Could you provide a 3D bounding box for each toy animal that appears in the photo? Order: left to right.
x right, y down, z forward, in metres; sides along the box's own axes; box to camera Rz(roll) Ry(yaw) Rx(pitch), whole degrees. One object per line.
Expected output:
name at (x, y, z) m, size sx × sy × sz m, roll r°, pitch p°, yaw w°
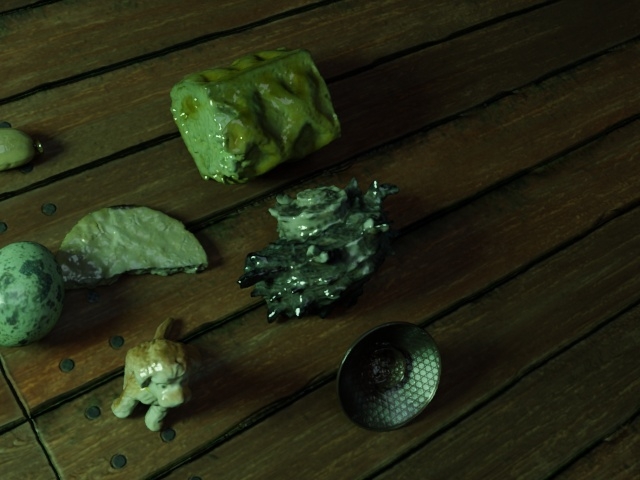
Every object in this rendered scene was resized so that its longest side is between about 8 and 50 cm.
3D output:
toy animal at (-0.230, 0.167, 1.336) m, size 0.104 × 0.185 × 0.184 m, roll 17°, pitch 60°, yaw -10°

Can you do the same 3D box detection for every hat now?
hat at (0.099, 0.212, 1.501) m, size 0.193 × 0.082 × 0.193 m, roll -7°, pitch 109°, yaw -22°

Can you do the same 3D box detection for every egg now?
egg at (-0.444, 0.076, 1.335) m, size 0.132 × 0.132 × 0.172 m, roll 14°, pitch 50°, yaw -13°

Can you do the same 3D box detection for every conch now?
conch at (-0.005, -0.001, 1.516) m, size 0.240 × 0.186 × 0.313 m, roll 34°, pitch 74°, yaw 30°

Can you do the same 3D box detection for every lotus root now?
lotus root at (-0.522, -0.146, 1.454) m, size 0.150 × 0.062 × 0.073 m, roll -11°, pitch 69°, yaw -26°

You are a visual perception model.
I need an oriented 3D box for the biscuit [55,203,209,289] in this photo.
biscuit at (-0.314, 0.004, 1.475) m, size 0.249 × 0.032 × 0.133 m, roll -8°, pitch 69°, yaw -23°

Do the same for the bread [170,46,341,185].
bread at (-0.109, -0.219, 1.573) m, size 0.252 × 0.238 × 0.196 m, roll -19°, pitch 113°, yaw -23°
